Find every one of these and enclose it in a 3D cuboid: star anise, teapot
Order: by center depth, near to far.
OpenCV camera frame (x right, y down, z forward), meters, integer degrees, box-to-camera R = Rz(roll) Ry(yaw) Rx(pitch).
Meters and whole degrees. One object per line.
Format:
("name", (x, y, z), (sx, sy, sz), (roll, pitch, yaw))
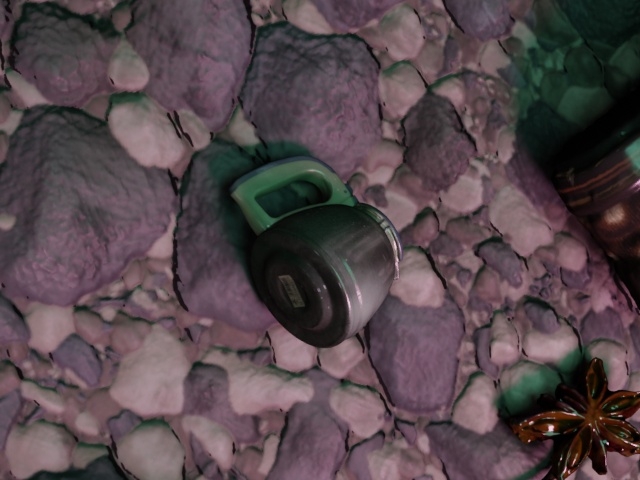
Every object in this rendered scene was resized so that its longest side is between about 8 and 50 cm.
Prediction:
("teapot", (0.000, 0.009, 1.535), (0.108, 0.149, 0.111), (-33, 146, -36))
("star anise", (0.211, 0.183, 1.659), (0.191, 0.070, 0.097), (-30, 79, -21))

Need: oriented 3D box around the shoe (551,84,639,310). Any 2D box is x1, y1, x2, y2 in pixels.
("shoe", (0.406, -0.078, 1.673), (0.384, 0.171, 0.237), (-37, 99, -18))
